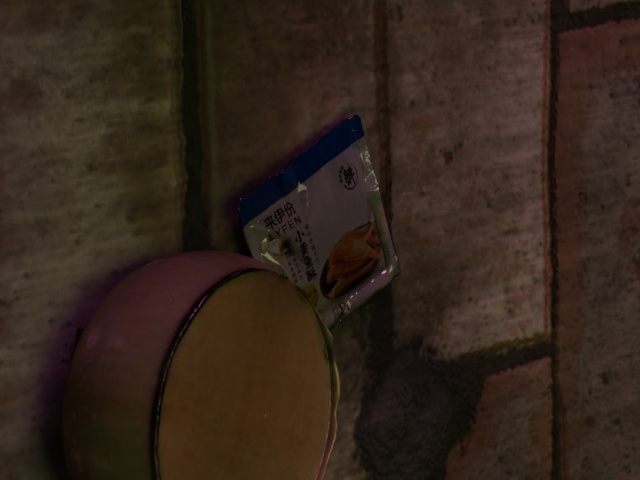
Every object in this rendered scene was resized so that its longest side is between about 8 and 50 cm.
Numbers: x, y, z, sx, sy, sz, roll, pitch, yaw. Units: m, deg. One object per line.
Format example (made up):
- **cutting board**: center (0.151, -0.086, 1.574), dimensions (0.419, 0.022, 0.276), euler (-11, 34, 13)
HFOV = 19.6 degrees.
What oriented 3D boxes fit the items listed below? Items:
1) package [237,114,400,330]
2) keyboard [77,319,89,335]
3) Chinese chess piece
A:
- **package**: center (0.000, 0.000, 1.633), dimensions (0.171, 0.027, 0.173), euler (-38, 127, -35)
- **keyboard**: center (-0.156, 0.130, 1.505), dimensions (0.055, 0.017, 0.166), euler (-39, 124, -40)
- **Chinese chess piece**: center (-0.093, 0.136, 1.486), dimensions (0.257, 0.104, 0.257), euler (-9, 101, -53)
